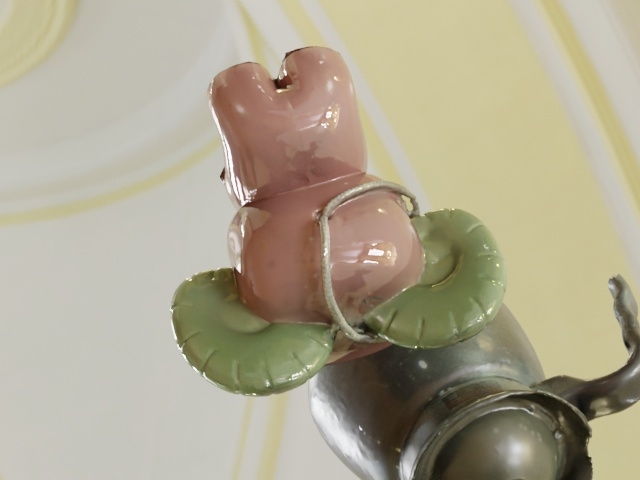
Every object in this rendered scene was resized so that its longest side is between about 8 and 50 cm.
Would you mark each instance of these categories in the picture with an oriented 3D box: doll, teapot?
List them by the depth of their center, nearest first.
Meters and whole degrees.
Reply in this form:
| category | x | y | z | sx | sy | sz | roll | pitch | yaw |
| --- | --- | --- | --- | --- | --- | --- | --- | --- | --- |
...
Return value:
| category | x | y | z | sx | sy | sz | roll | pitch | yaw |
| --- | --- | --- | --- | --- | --- | --- | --- | --- | --- |
| doll | 0.000 | 0.000 | 1.171 | 0.284 | 0.216 | 0.268 | -17 | -135 | -6 |
| teapot | 0.167 | 0.170 | 1.279 | 0.285 | 0.305 | 0.223 | -127 | -147 | -61 |
